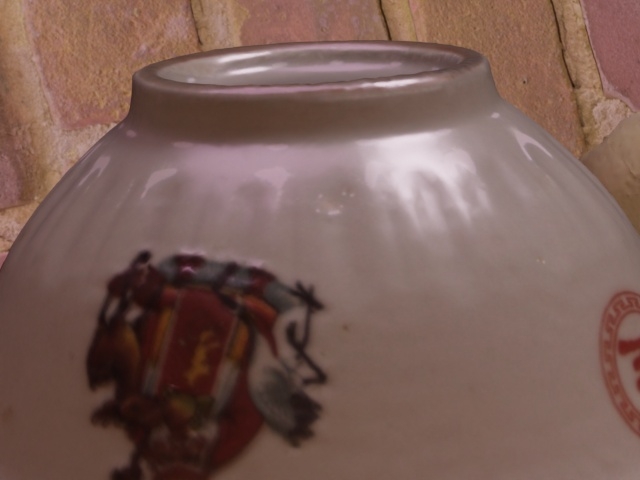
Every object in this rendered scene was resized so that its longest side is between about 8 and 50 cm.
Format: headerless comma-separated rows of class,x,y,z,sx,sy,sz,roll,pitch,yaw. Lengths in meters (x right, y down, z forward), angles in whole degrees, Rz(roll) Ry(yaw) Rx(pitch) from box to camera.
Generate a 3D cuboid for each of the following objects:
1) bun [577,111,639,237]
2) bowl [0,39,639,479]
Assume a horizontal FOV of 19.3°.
bun,0.265,-0.002,1.105,0.287,0.146,0.287,-11,-20,-4
bowl,0.000,0.000,0.799,0.337,0.157,0.337,-2,14,1
